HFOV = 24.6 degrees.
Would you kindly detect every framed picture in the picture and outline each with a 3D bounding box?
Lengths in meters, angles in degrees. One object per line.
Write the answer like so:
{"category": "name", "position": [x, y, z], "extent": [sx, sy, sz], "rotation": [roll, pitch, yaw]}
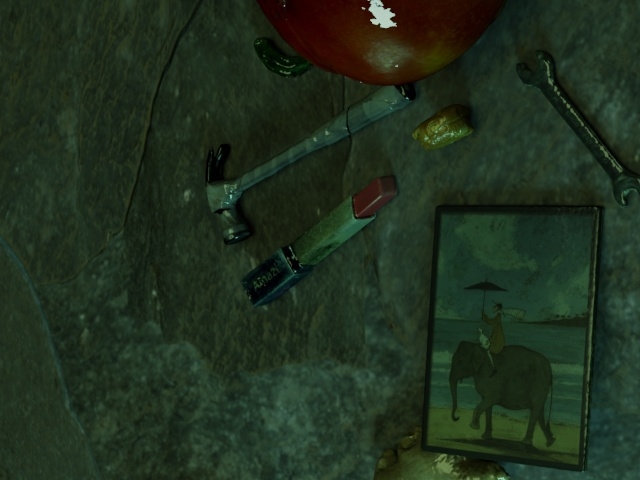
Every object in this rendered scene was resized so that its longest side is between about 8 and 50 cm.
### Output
{"category": "framed picture", "position": [0.251, 0.123, 1.963], "extent": [0.265, 0.016, 0.347], "rotation": [3, 86, 40]}

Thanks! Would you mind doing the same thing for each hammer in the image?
{"category": "hammer", "position": [-0.018, -0.131, 2.177], "extent": [0.427, 0.044, 0.152], "rotation": [-25, 79, 38]}

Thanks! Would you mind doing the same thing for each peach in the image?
{"category": "peach", "position": [0.064, -0.368, 1.869], "extent": [0.370, 0.370, 0.370], "rotation": [6, 100, 39]}

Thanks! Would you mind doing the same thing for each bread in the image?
{"category": "bread", "position": [0.168, -0.154, 1.994], "extent": [0.046, 0.081, 0.083], "rotation": [64, 161, 2]}

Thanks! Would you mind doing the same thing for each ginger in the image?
{"category": "ginger", "position": [0.164, 0.324, 2.065], "extent": [0.213, 0.074, 0.137], "rotation": [-31, 81, 42]}

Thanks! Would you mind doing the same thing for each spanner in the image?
{"category": "spanner", "position": [0.338, -0.144, 1.893], "extent": [0.054, 0.015, 0.254], "rotation": [-48, 66, 33]}

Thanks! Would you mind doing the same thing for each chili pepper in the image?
{"category": "chili pepper", "position": [-0.055, -0.269, 2.191], "extent": [0.118, 0.035, 0.055], "rotation": [19, 125, 41]}

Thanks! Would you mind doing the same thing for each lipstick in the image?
{"category": "lipstick", "position": [0.000, 0.000, 2.170], "extent": [0.312, 0.051, 0.051], "rotation": [-38, 71, 36]}
